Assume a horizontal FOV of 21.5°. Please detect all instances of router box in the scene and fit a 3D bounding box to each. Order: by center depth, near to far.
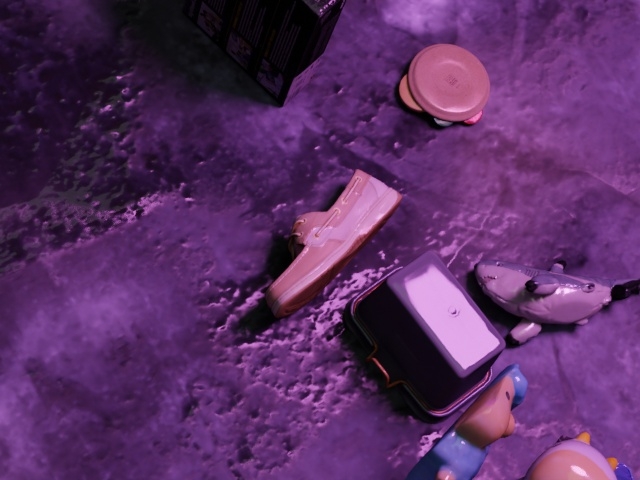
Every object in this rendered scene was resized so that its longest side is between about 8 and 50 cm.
[{"bbox_3d":[-0.051,-0.209,1.471,0.133,0.179,0.046,43,67,6],"label":"router box"}]

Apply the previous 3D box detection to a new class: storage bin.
[{"bbox_3d":[0.090,0.078,1.439,0.098,0.091,0.135,-33,79,-23],"label":"storage bin"}]

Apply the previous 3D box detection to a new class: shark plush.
[{"bbox_3d":[0.222,0.035,1.512,0.161,0.073,0.067,-11,41,-13],"label":"shark plush"}]

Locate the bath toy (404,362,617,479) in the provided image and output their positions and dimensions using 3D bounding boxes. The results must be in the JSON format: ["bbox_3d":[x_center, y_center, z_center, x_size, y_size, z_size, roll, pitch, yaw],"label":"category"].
[{"bbox_3d":[0.231,0.263,1.327,0.348,0.151,0.129,46,54,1],"label":"bath toy"}]

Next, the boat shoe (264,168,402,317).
[{"bbox_3d":[0.000,0.000,1.468,0.059,0.063,0.170,41,56,7],"label":"boat shoe"}]

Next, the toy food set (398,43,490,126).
[{"bbox_3d":[0.120,-0.145,1.575,0.082,0.020,0.083,29,64,-1],"label":"toy food set"}]

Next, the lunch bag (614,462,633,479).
[{"bbox_3d":[0.219,0.227,1.424,0.098,0.065,0.067,-10,71,-18],"label":"lunch bag"}]
